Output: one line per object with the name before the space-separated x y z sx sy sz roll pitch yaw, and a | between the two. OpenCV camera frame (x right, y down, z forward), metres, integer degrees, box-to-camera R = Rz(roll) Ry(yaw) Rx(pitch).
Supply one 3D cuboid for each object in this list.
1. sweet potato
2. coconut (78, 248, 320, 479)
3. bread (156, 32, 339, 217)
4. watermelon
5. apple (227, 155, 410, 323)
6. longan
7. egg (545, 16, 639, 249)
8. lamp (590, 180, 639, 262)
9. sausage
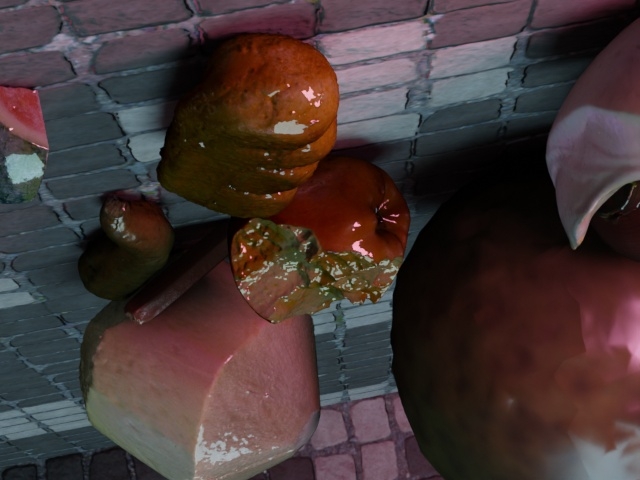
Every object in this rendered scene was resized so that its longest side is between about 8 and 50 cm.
sweet potato | -0.185 0.007 1.781 0.081 0.062 0.233 -7 164 -16
coconut | -0.111 0.145 1.932 0.244 0.239 0.239 27 -175 25
bread | -0.060 -0.078 1.442 0.124 0.084 0.344 14 164 -6
watermelon | -0.232 -0.071 1.354 0.084 0.092 0.072 -12 -150 47
apple | 0.003 -0.006 1.692 0.158 0.147 0.156 -26 130 20
longan | 0.258 0.103 1.834 0.391 0.391 0.391 -10 168 -2
egg | 0.286 -0.109 1.411 0.271 0.206 0.162 8 150 39
lamp | 0.330 -0.070 1.631 0.258 0.180 0.180 -7 168 -40
sausage | -0.137 0.032 1.849 0.147 0.035 0.030 -39 -147 -17
